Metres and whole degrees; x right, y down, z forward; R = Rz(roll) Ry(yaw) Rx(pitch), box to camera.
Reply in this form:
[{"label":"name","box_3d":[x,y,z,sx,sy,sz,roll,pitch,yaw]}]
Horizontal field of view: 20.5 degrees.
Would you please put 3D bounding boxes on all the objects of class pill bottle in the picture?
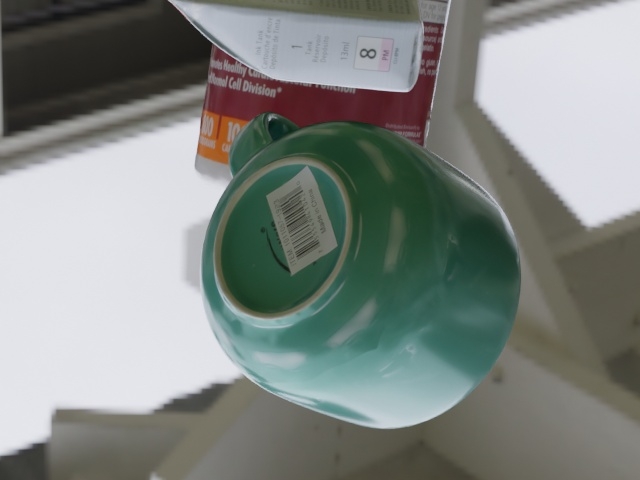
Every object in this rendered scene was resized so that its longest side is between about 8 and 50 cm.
[{"label":"pill bottle","box_3d":[0.014,-0.233,1.703,0.224,0.392,0.224,9,-172,-1]}]

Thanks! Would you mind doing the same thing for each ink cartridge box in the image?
[{"label":"ink cartridge box","box_3d":[-0.057,-0.165,1.123,0.232,0.066,0.189,2,-150,-3]}]

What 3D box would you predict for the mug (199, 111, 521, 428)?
[{"label":"mug","box_3d":[0.000,0.009,0.797,0.158,0.129,0.097,15,173,38]}]
